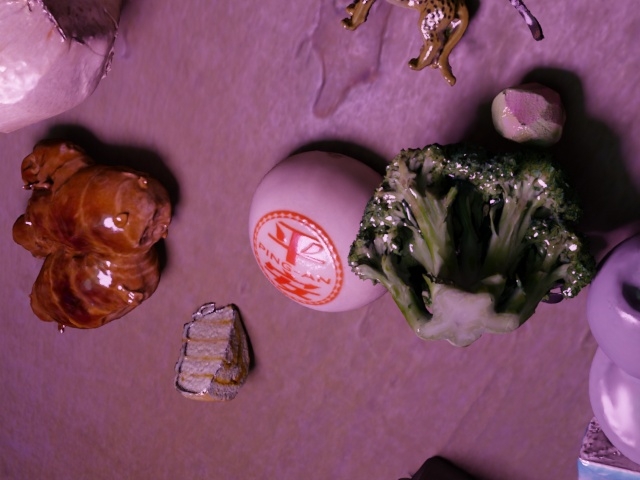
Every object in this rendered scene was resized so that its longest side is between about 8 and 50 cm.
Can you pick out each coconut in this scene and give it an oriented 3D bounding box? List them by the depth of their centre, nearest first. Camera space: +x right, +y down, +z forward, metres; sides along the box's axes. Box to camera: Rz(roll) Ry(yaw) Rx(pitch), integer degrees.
[{"bbox_3d":[0.249,-0.146,1.297,0.083,0.081,0.082,-50,53,54],"label":"coconut"},{"bbox_3d":[-0.450,-0.305,1.432,0.360,0.346,0.346,-13,113,35],"label":"coconut"}]

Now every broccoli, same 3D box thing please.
[{"bbox_3d":[0.175,0.009,1.329,0.294,0.245,0.265,-17,129,15],"label":"broccoli"}]

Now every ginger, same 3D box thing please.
[{"bbox_3d":[-0.372,0.003,1.716,0.274,0.152,0.357,27,129,13],"label":"ginger"}]

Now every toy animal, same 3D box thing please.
[{"bbox_3d":[0.111,-0.279,1.292,0.181,0.073,0.136,36,125,9],"label":"toy animal"}]

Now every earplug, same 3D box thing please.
[{"bbox_3d":[0.416,0.136,1.322,0.214,0.175,0.325,-3,120,25],"label":"earplug"}]

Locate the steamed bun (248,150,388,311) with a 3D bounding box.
[{"bbox_3d":[0.000,0.000,1.496,0.232,0.145,0.232,15,127,21],"label":"steamed bun"}]

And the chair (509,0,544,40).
[{"bbox_3d":[0.227,-0.344,1.132,0.213,0.149,0.174,50,133,-3],"label":"chair"}]

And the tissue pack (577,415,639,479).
[{"bbox_3d":[0.453,0.380,1.504,0.201,0.124,0.271,10,124,26],"label":"tissue pack"}]

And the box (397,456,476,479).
[{"bbox_3d":[0.216,0.471,1.645,0.290,0.220,0.166,30,110,10],"label":"box"}]

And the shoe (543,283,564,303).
[{"bbox_3d":[0.288,0.056,1.427,0.159,0.062,0.053,-28,128,36],"label":"shoe"}]

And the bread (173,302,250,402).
[{"bbox_3d":[-0.159,0.189,1.761,0.103,0.156,0.110,0,153,38],"label":"bread"}]
